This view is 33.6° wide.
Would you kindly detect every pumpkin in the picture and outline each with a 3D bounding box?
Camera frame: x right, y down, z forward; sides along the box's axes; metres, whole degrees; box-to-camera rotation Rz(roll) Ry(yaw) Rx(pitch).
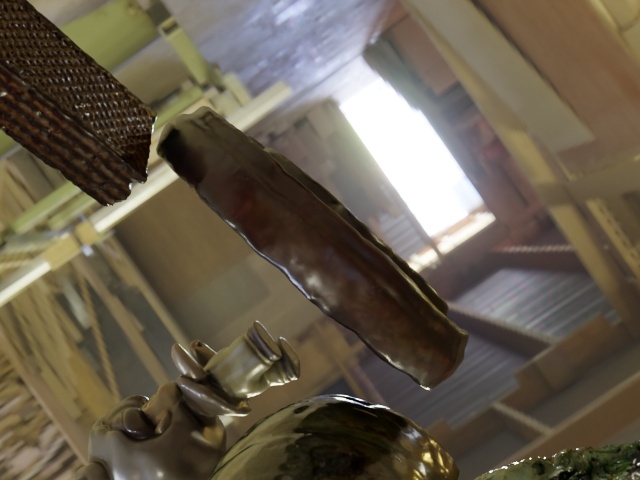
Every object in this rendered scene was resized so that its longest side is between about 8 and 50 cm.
[{"bbox_3d":[-0.014,0.317,1.113,0.225,0.256,0.303,-51,164,-66],"label":"pumpkin"}]

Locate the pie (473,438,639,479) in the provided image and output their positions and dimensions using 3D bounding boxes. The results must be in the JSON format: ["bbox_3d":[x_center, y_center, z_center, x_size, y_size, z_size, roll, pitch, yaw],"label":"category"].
[{"bbox_3d":[0.371,0.319,1.441,0.371,0.078,0.296,-14,163,-3],"label":"pie"}]

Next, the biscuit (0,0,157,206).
[{"bbox_3d":[-0.261,-0.139,1.023,0.070,0.252,0.106,-26,-137,25],"label":"biscuit"}]

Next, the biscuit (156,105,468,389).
[{"bbox_3d":[0.000,0.000,1.140,0.091,0.407,0.407,-50,-179,2],"label":"biscuit"}]

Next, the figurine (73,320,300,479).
[{"bbox_3d":[-0.197,0.279,1.610,0.380,0.203,0.248,-43,167,8],"label":"figurine"}]
